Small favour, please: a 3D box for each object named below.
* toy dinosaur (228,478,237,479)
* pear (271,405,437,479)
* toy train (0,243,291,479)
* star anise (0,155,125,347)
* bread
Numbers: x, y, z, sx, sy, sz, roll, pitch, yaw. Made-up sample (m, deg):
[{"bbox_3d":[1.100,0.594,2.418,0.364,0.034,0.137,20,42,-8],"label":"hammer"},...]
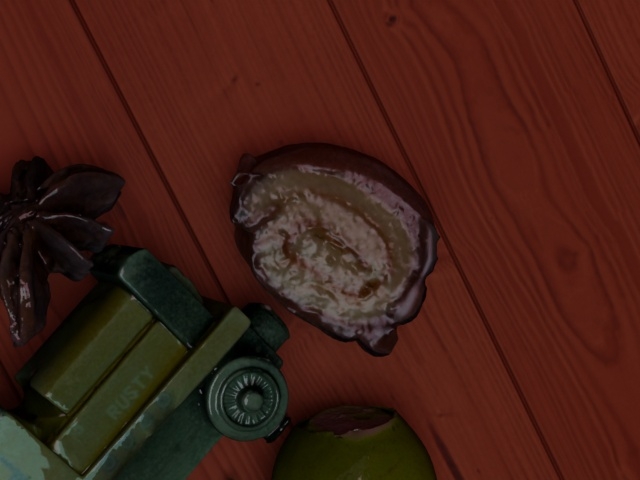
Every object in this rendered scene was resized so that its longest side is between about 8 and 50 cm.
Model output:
[{"bbox_3d":[-0.093,0.298,1.756,0.120,0.029,0.060,16,73,-15],"label":"toy dinosaur"},{"bbox_3d":[0.037,0.290,1.716,0.188,0.187,0.219,-9,105,-8],"label":"pear"},{"bbox_3d":[-0.212,0.185,1.633,0.253,0.160,0.397,46,76,-19],"label":"toy train"},{"bbox_3d":[-0.305,0.001,1.618,0.229,0.236,0.093,-16,139,-1],"label":"star anise"},{"bbox_3d":[0.006,-0.012,1.699,0.244,0.123,0.190,31,89,-11],"label":"bread"}]
